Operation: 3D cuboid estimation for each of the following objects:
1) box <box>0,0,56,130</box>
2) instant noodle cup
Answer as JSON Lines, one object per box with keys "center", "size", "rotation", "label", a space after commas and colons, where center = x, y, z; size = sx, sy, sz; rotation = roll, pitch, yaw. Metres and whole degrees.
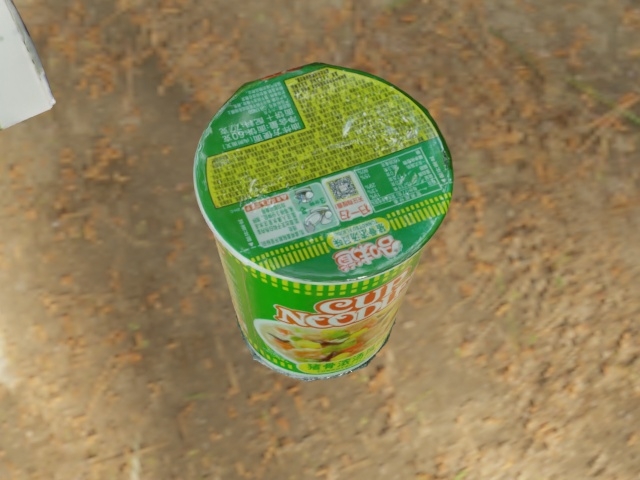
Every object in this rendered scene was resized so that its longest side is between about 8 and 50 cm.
{"center": [-0.345, -0.117, 1.038], "size": [0.106, 0.299, 0.200], "rotation": [75, 167, -47], "label": "box"}
{"center": [0.000, 0.000, 1.371], "size": [0.207, 0.207, 0.233], "rotation": [44, 158, 21], "label": "instant noodle cup"}
